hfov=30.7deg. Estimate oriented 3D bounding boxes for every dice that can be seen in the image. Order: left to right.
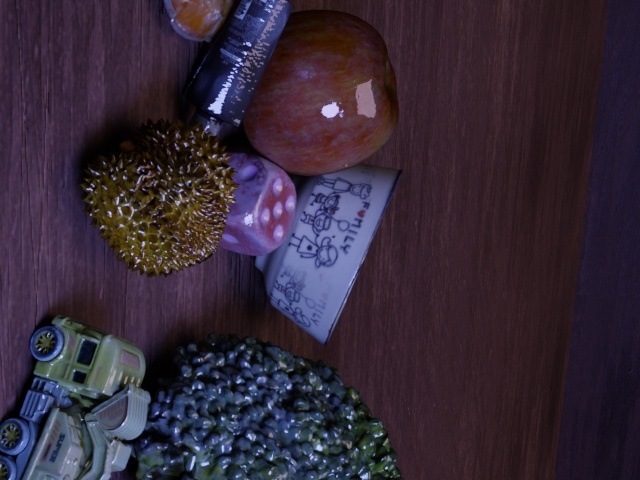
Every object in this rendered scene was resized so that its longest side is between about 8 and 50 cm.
[{"bbox_3d":[-0.087,-0.042,1.325,0.091,0.093,0.094,-69,153,-21],"label":"dice"}]

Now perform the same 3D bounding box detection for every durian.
[{"bbox_3d":[-0.154,-0.044,1.153,0.158,0.137,0.168,-44,133,-19],"label":"durian"}]

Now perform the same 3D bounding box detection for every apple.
[{"bbox_3d":[-0.001,-0.169,1.334,0.188,0.174,0.188,-7,90,-74],"label":"apple"}]

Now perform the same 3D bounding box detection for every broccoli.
[{"bbox_3d":[-0.059,0.267,1.284,0.334,0.324,0.272,-24,131,-47],"label":"broccoli"}]

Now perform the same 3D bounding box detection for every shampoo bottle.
[{"bbox_3d":[-0.101,-0.174,1.246,0.063,0.057,0.208,23,99,-37],"label":"shampoo bottle"}]

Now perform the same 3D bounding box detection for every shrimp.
[{"bbox_3d":[-0.133,-0.297,1.176,0.317,0.062,0.164,26,79,-67],"label":"shrimp"}]

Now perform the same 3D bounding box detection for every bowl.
[{"bbox_3d":[0.000,0.000,1.437,0.238,0.126,0.238,22,90,-86],"label":"bowl"}]

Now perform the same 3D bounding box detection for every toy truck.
[{"bbox_3d":[-0.228,0.175,1.098,0.085,0.116,0.191,44,61,-61],"label":"toy truck"}]
